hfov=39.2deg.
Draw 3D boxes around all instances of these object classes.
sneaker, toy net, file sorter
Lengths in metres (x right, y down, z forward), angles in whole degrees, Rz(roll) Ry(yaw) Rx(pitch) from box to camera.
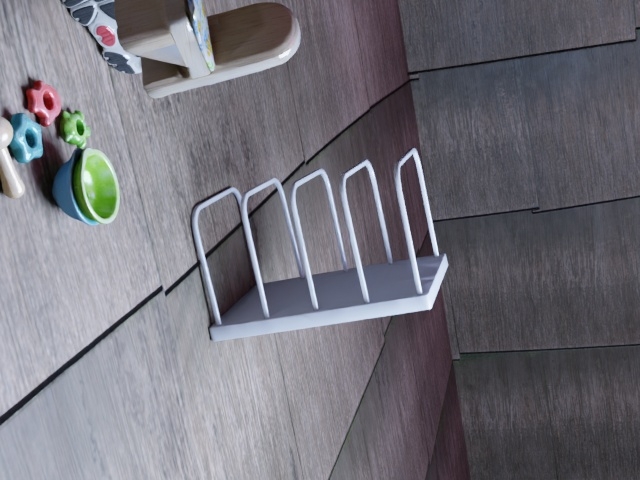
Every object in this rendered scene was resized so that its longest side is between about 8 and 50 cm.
[{"bbox_3d":[-0.213,-0.240,0.897,0.170,0.068,0.071,75,0,-57],"label":"sneaker"},{"bbox_3d":[-0.240,-0.093,0.739,0.232,0.045,0.122,41,46,-68],"label":"toy net"},{"bbox_3d":[0.000,0.000,1.147,0.193,0.278,0.173,-44,122,-71],"label":"file sorter"}]

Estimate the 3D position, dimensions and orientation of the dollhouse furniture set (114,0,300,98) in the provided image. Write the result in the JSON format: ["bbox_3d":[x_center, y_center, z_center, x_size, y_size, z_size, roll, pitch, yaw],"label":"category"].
[{"bbox_3d":[-0.091,-0.392,0.716,0.362,0.256,0.394,70,6,-59],"label":"dollhouse furniture set"}]
